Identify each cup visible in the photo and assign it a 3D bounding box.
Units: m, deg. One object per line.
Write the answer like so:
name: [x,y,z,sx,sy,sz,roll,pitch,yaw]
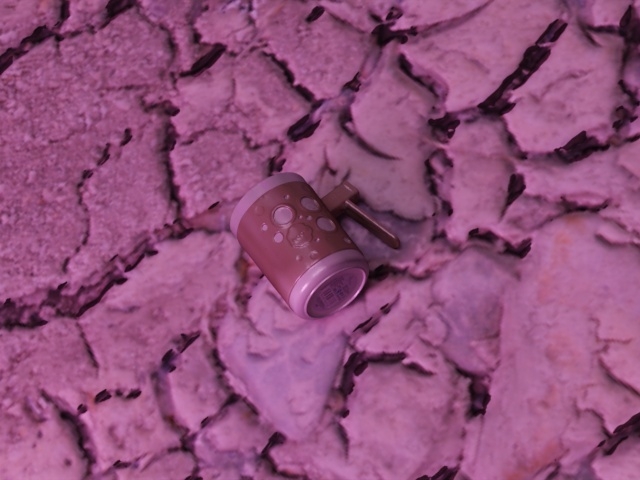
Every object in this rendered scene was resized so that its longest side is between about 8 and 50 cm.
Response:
cup: [-0.004,0.006,1.286,0.099,0.102,0.074,53,127,29]
